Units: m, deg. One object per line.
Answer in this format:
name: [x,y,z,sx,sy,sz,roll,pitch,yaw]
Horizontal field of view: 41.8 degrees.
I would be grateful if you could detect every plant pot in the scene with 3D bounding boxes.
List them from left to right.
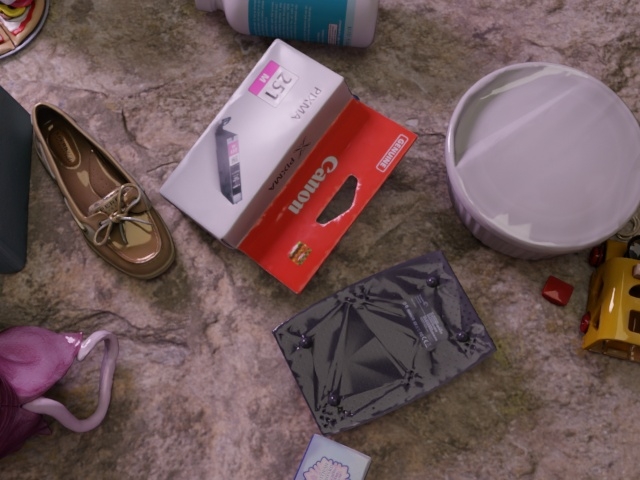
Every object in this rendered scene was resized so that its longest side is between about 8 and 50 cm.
plant pot: [-0.530,-0.107,1.064,0.248,0.252,0.247,-3,71,-3]

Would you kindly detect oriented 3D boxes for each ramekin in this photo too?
ramekin: [0.297,-0.098,1.154,0.273,0.127,0.273,1,72,-2]

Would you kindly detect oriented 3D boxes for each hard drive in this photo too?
hard drive: [0.083,0.136,1.105,0.254,0.054,0.172,-25,74,-10]

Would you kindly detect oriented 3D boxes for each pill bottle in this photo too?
pill bottle: [-0.045,-0.368,1.223,0.264,0.146,0.146,6,71,0]

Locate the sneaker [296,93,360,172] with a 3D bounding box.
sneaker: [0.015,-0.135,1.199,0.073,0.063,0.162,31,82,-2]

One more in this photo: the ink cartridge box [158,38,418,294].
ink cartridge box: [-0.046,-0.103,1.127,0.239,0.060,0.275,35,85,25]

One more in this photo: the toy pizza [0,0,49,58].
toy pizza: [-0.514,-0.361,1.265,0.201,0.032,0.201,1,71,-2]

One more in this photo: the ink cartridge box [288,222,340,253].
ink cartridge box: [0.000,0.000,1.151,0.083,0.048,0.028,-19,73,-7]

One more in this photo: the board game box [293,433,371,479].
board game box: [-0.043,0.378,0.881,0.066,0.319,0.318,22,71,7]

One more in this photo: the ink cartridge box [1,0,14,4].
ink cartridge box: [-0.466,-0.524,1.179,0.198,0.270,0.197,32,58,8]

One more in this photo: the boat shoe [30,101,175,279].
boat shoe: [-0.306,-0.066,1.142,0.104,0.089,0.285,-40,77,-14]

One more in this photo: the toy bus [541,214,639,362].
toy bus: [0.417,0.062,1.115,0.191,0.104,0.202,-31,75,-12]

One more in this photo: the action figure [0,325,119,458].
action figure: [-0.373,0.194,0.902,0.275,0.370,0.248,4,79,-10]
